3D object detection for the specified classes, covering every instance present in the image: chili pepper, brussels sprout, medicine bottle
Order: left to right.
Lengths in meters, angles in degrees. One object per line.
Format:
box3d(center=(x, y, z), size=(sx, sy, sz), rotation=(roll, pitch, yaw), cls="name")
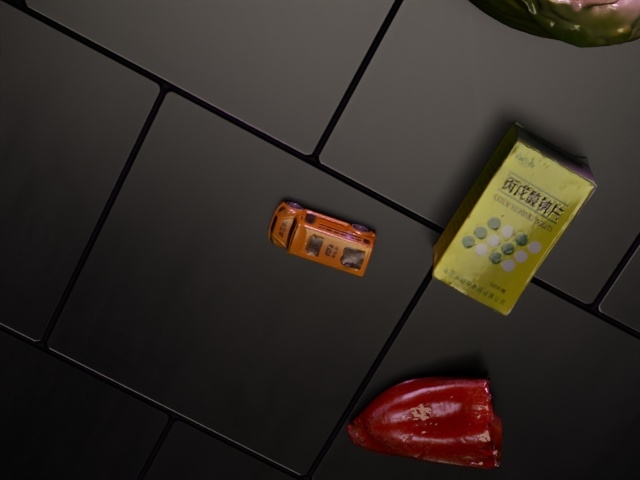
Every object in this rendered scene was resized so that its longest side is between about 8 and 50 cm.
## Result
box3d(center=(0.164, 0.286, 1.731), size=(0.252, 0.136, 0.144), rotation=(-1, 135, 13), cls="chili pepper")
box3d(center=(0.283, -0.032, 1.596), size=(0.137, 0.141, 0.250), rotation=(30, 108, -2), cls="medicine bottle")
box3d(center=(0.294, -0.411, 1.383), size=(0.371, 0.315, 0.276), rotation=(35, 98, 9), cls="brussels sprout")

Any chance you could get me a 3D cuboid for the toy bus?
box3d(center=(0.000, 0.000, 1.661), size=(0.162, 0.074, 0.070), rotation=(18, 110, -3), cls="toy bus")
